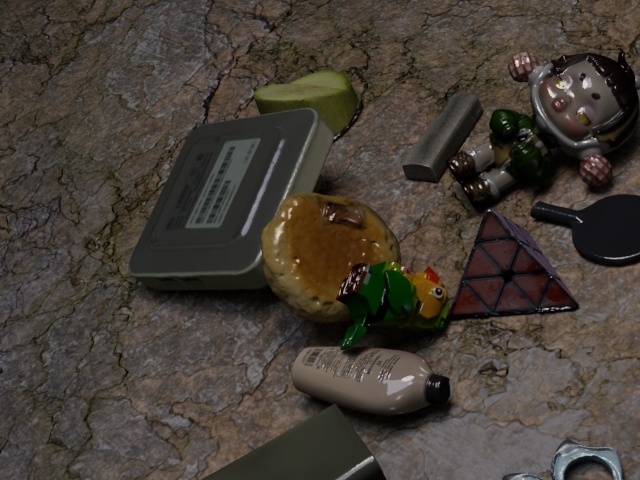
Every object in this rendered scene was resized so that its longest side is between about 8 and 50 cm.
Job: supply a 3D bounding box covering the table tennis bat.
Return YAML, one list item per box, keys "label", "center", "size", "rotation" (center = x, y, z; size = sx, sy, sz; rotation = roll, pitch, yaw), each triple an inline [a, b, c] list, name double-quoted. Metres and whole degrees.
- label: "table tennis bat"
  center: [0.453, -0.029, 1.781]
  size: [0.236, 0.027, 0.150]
  rotation: [16, 56, 39]

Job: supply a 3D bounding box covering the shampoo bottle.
- label: "shampoo bottle"
  center: [0.082, 0.215, 1.685]
  size: [0.256, 0.078, 0.127]
  rotation: [3, 34, 35]

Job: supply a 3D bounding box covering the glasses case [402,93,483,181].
- label: "glasses case"
  center: [0.234, -0.198, 2.081]
  size: [0.070, 0.047, 0.205]
  rotation: [9, 52, 38]

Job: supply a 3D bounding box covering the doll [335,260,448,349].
- label: "doll"
  center: [0.116, 0.101, 1.730]
  size: [0.186, 0.106, 0.134]
  rotation: [-1, 76, -23]

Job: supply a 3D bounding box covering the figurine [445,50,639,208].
- label: "figurine"
  center: [0.400, -0.195, 1.898]
  size: [0.370, 0.167, 0.281]
  rotation: [-33, 72, 8]

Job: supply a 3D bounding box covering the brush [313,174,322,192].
- label: "brush"
  center: [-0.086, -0.159, 2.223]
  size: [0.067, 0.072, 0.313]
  rotation: [-19, 30, -26]

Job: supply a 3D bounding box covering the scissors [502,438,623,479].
- label: "scissors"
  center: [0.354, 0.400, 1.361]
  size: [0.191, 0.029, 0.360]
  rotation: [-28, 38, -2]

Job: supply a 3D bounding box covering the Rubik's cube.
- label: "Rubik's cube"
  center: [0.338, 0.039, 1.763]
  size: [0.190, 0.211, 0.178]
  rotation: [27, 35, 10]

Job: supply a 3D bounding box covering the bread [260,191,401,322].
- label: "bread"
  center: [0.008, 0.029, 1.840]
  size: [0.244, 0.244, 0.134]
  rotation: [-49, -1, -24]

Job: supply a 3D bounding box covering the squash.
- label: "squash"
  center: [-0.030, -0.298, 2.291]
  size: [0.220, 0.133, 0.220]
  rotation: [-16, 34, 11]

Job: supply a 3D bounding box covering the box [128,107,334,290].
- label: "box"
  center: [-0.178, -0.078, 2.070]
  size: [0.373, 0.090, 0.367]
  rotation: [-3, 55, 41]

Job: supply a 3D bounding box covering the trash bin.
- label: "trash bin"
  center: [-0.034, 0.367, 1.557]
  size: [0.240, 0.122, 0.164]
  rotation: [-31, 39, -7]
